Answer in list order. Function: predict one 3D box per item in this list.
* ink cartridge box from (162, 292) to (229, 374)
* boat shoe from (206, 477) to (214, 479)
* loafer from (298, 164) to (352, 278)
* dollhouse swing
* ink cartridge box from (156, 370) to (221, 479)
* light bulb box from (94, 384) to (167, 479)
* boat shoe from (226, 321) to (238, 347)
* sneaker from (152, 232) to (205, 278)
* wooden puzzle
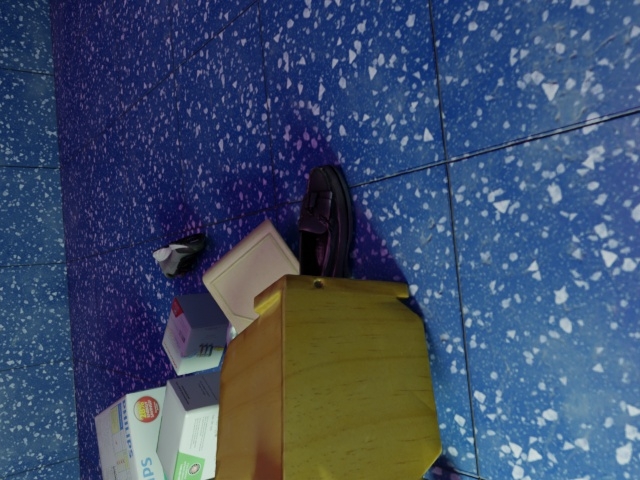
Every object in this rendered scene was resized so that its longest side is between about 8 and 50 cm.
[{"bbox_3d":[-0.339,0.253,1.476,0.128,0.127,0.176,49,128,38],"label":"ink cartridge box"},{"bbox_3d":[-0.260,0.704,1.454,0.104,0.089,0.286,4,99,25],"label":"boat shoe"},{"bbox_3d":[0.000,0.000,1.057,0.109,0.095,0.303,-4,89,51],"label":"loafer"},{"bbox_3d":[-0.010,0.286,0.947,0.305,0.314,0.347,115,156,-55],"label":"dollhouse swing"},{"bbox_3d":[-0.199,0.397,1.191,0.117,0.278,0.202,38,121,47],"label":"ink cartridge box"},{"bbox_3d":[-0.506,0.653,1.636,0.361,0.225,0.358,-37,63,46],"label":"light bulb box"},{"bbox_3d":[-0.160,0.149,1.286,0.094,0.109,0.303,-141,61,-70],"label":"boat shoe"},{"bbox_3d":[-0.401,0.048,1.583,0.271,0.100,0.108,-21,90,54],"label":"sneaker"},{"bbox_3d":[-0.124,0.108,1.181,0.221,0.044,0.239,-39,77,19],"label":"wooden puzzle"}]
